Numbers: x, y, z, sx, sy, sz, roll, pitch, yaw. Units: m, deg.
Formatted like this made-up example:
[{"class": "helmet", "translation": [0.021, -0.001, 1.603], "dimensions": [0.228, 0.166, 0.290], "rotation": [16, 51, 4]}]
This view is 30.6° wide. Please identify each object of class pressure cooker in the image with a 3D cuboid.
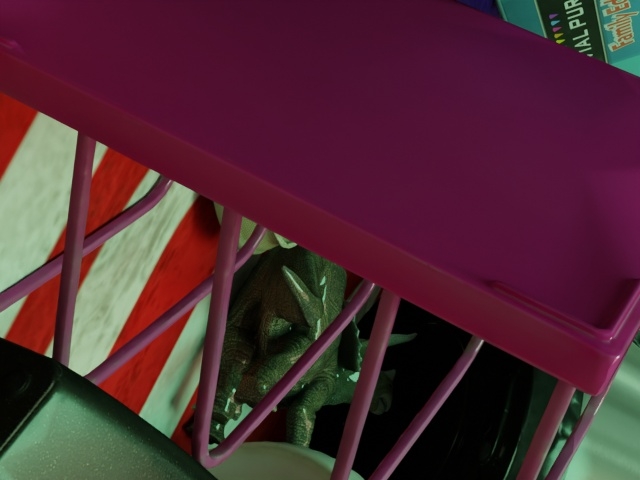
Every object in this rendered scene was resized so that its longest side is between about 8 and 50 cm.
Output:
[{"class": "pressure cooker", "translation": [0.225, 0.236, 1.043], "dimensions": [0.375, 0.420, 0.370], "rotation": [-32, -144, 50]}]

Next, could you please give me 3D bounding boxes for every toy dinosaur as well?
[{"class": "toy dinosaur", "translation": [-0.025, 0.066, 0.841], "dimensions": [0.313, 0.121, 0.160], "rotation": [70, 35, -57]}]

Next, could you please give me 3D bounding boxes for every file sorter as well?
[{"class": "file sorter", "translation": [0.000, 0.000, 0.528], "dimensions": [0.202, 0.290, 0.182], "rotation": [-42, 152, -49]}]

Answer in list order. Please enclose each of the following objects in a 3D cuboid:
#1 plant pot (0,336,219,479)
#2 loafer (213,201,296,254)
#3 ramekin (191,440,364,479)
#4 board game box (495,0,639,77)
[{"class": "plant pot", "translation": [-0.154, 0.127, 0.461], "dimensions": [0.188, 0.187, 0.167], "rotation": [-54, 144, -30]}, {"class": "loafer", "translation": [0.011, -0.109, 0.713], "dimensions": [0.102, 0.092, 0.269], "rotation": [-11, 122, -65]}, {"class": "ramekin", "translation": [-0.048, 0.252, 0.751], "dimensions": [0.273, 0.272, 0.127], "rotation": [-54, 135, -29]}, {"class": "board game box", "translation": [0.105, -0.220, 0.617], "dimensions": [0.336, 0.079, 0.254], "rotation": [43, 33, -66]}]
